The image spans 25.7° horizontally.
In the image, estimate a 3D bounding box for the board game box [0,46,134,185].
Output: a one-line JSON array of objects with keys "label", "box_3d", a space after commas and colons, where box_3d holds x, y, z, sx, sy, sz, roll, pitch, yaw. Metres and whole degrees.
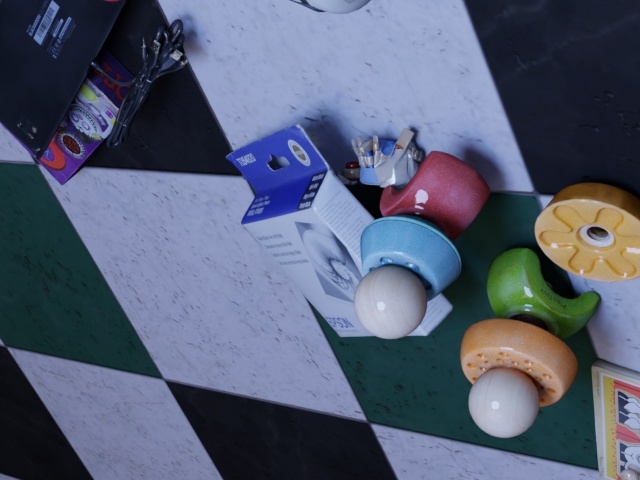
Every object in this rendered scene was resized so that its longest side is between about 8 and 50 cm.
[{"label": "board game box", "box_3d": [-0.351, -0.228, 1.490, 0.347, 0.056, 0.208, 46, 151, -6]}]

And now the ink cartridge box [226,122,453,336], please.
[{"label": "ink cartridge box", "box_3d": [0.000, 0.000, 1.341, 0.224, 0.045, 0.223, 49, 162, -10]}]

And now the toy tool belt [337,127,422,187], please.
[{"label": "toy tool belt", "box_3d": [0.053, -0.077, 1.257, 0.083, 0.052, 0.051, 6, 106, 42]}]

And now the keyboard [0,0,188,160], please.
[{"label": "keyboard", "box_3d": [-0.231, -0.190, 1.365, 0.201, 0.033, 0.317, 44, 135, 4]}]

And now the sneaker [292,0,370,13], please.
[{"label": "sneaker", "box_3d": [0.121, -0.253, 0.869, 0.257, 0.169, 0.447, 38, 144, 9]}]

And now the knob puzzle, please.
[{"label": "knob puzzle", "box_3d": [0.340, 0.206, 1.295, 0.213, 0.030, 0.213, 26, 143, 22]}]

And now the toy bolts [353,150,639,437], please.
[{"label": "toy bolts", "box_3d": [0.141, 0.041, 1.152, 0.229, 0.158, 0.218, 31, 145, -9]}]
